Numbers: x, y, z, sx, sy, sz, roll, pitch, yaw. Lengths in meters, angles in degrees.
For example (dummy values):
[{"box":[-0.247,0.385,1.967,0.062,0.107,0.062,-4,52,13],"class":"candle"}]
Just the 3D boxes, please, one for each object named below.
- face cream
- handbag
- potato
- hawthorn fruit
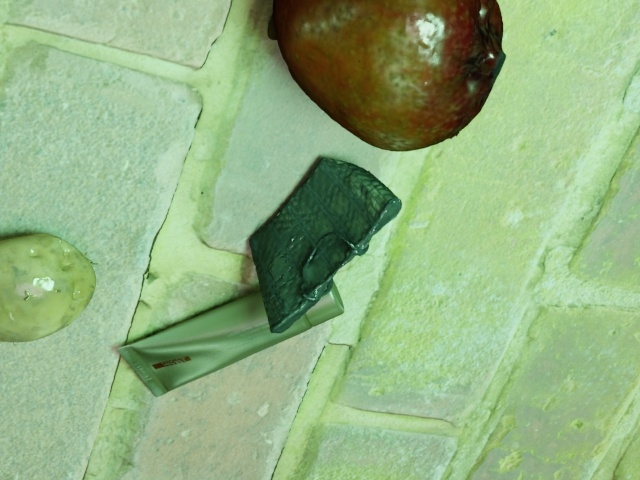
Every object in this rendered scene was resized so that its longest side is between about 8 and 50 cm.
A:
[{"box":[-0.132,0.142,1.679,0.341,0.084,0.137,-23,135,5],"class":"face cream"},{"box":[0.000,0.000,1.568,0.089,0.175,0.270,31,109,-33],"class":"handbag"},{"box":[-0.432,0.068,1.498,0.235,0.128,0.161,6,114,-16],"class":"potato"},{"box":[0.089,-0.272,1.368,0.311,0.295,0.295,38,108,7],"class":"hawthorn fruit"}]
